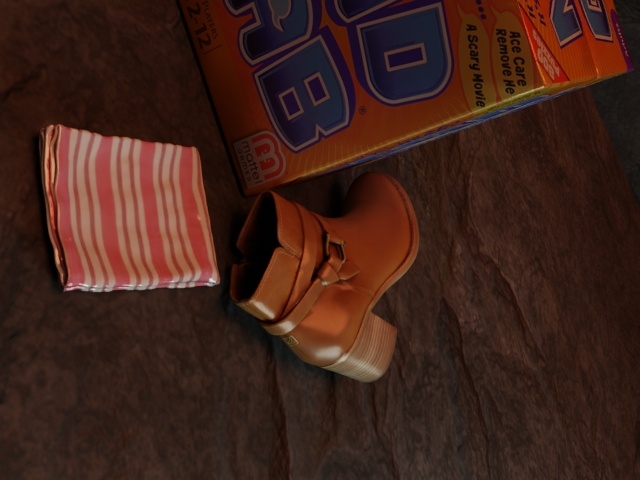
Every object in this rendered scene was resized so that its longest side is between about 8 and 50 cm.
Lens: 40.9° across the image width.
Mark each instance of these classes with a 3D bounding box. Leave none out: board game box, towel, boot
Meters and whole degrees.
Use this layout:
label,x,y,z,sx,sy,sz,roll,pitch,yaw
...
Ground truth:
label,x,y,z,sx,sy,sz,roll,pitch,yaw
board game box,0.091,-0.291,0.972,0.356,0.356,0.356,-21,93,-55
towel,-0.165,-0.027,0.782,0.197,0.029,0.144,2,75,-55
boot,0.000,0.000,0.962,0.220,0.109,0.283,35,56,-38
